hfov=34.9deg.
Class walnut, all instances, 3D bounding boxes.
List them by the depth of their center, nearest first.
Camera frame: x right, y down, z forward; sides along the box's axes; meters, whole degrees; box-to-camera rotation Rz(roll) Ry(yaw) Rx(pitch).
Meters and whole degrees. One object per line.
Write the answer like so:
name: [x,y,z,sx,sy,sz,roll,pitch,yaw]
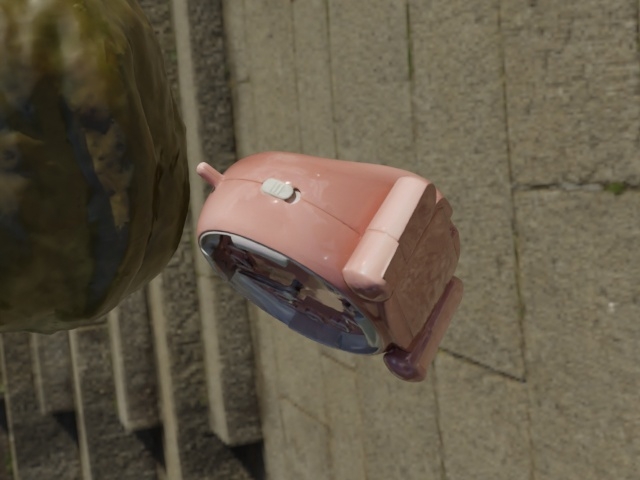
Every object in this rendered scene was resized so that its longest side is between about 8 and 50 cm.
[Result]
walnut: [-0.201,-0.073,0.643,0.282,0.227,0.283,10,110,30]

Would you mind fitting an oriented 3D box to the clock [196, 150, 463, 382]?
clock: [0.000,0.000,0.940,0.142,0.241,0.227,-61,-28,-21]
